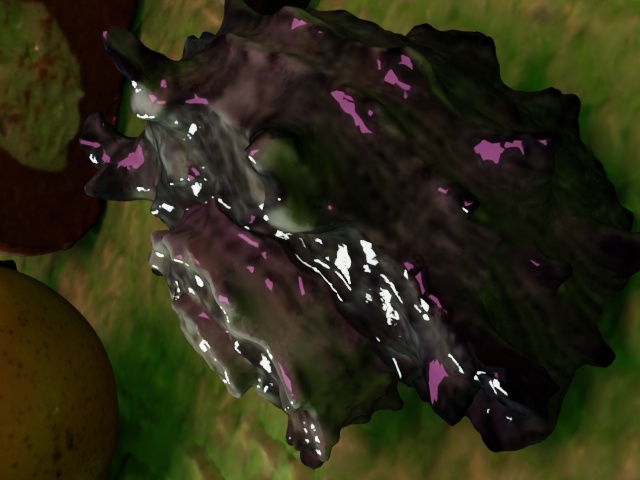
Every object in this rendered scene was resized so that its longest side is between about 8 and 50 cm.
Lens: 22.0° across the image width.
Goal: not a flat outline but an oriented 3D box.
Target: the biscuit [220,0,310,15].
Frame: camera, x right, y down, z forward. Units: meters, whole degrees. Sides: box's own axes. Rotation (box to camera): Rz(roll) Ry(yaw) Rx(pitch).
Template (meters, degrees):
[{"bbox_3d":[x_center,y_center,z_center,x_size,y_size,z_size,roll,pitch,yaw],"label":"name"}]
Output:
[{"bbox_3d":[-0.071,-0.194,1.033,0.219,0.055,0.061,50,130,48],"label":"biscuit"}]

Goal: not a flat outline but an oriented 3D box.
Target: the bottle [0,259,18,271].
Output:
[{"bbox_3d":[-0.282,0.093,1.210,0.244,0.072,0.082,-34,65,43],"label":"bottle"}]

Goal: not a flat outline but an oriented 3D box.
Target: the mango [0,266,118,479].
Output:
[{"bbox_3d":[-0.222,0.151,1.009,0.290,0.159,0.191,105,-168,-45],"label":"mango"}]

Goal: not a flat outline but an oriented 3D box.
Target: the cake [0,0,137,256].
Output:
[{"bbox_3d":[-0.234,-0.130,1.128,0.151,0.177,0.283,9,87,54],"label":"cake"}]

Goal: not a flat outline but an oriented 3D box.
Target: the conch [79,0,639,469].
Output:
[{"bbox_3d":[0.006,0.007,0.778,0.313,0.186,0.241,10,115,36],"label":"conch"}]
